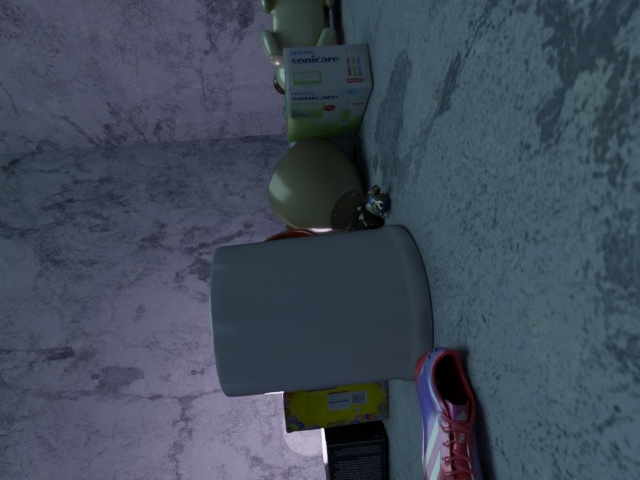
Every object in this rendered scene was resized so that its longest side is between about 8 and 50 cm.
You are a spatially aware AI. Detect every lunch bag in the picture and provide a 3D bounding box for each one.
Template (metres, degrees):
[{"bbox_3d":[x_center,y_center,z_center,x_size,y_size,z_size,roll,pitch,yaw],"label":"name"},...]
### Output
[{"bbox_3d":[0.067,-0.296,1.324,0.053,0.071,0.083,-170,74,-83],"label":"lunch bag"}]

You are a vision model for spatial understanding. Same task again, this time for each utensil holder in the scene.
[{"bbox_3d":[-0.009,0.142,0.872,0.327,0.385,0.327,175,90,-85],"label":"utensil holder"}]

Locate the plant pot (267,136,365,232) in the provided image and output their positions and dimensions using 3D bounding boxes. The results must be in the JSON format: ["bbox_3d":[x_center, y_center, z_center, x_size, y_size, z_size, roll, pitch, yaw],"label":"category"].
[{"bbox_3d":[0.018,-0.132,1.210,0.191,0.284,0.284,38,143,37],"label":"plant pot"}]

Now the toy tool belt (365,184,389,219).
[{"bbox_3d":[0.137,-0.085,0.951,0.051,0.052,0.083,47,161,25],"label":"toy tool belt"}]

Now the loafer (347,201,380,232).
[{"bbox_3d":[0.110,-0.001,1.089,0.220,0.080,0.078,91,173,-50],"label":"loafer"}]

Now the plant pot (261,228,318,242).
[{"bbox_3d":[-0.060,0.155,1.211,0.272,0.272,0.265,-101,-16,-50],"label":"plant pot"}]

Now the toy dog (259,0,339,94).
[{"bbox_3d":[-0.078,-0.680,1.426,0.395,0.284,0.408,-103,7,-58],"label":"toy dog"}]

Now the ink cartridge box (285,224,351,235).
[{"bbox_3d":[0.000,0.000,1.463,0.193,0.235,0.088,92,170,-51],"label":"ink cartridge box"}]

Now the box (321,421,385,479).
[{"bbox_3d":[0.098,0.669,1.363,0.296,0.183,0.294,-105,12,-72],"label":"box"}]

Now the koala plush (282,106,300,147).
[{"bbox_3d":[-0.017,-0.480,1.724,0.221,0.203,0.196,25,132,60],"label":"koala plush"}]

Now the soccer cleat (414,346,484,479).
[{"bbox_3d":[0.184,0.273,0.580,0.095,0.083,0.248,104,163,-62],"label":"soccer cleat"}]

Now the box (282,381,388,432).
[{"bbox_3d":[0.027,0.396,1.263,0.279,0.290,0.177,-115,20,-73],"label":"box"}]

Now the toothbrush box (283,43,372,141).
[{"bbox_3d":[0.009,-0.384,1.124,0.283,0.206,0.122,109,156,-76],"label":"toothbrush box"}]
